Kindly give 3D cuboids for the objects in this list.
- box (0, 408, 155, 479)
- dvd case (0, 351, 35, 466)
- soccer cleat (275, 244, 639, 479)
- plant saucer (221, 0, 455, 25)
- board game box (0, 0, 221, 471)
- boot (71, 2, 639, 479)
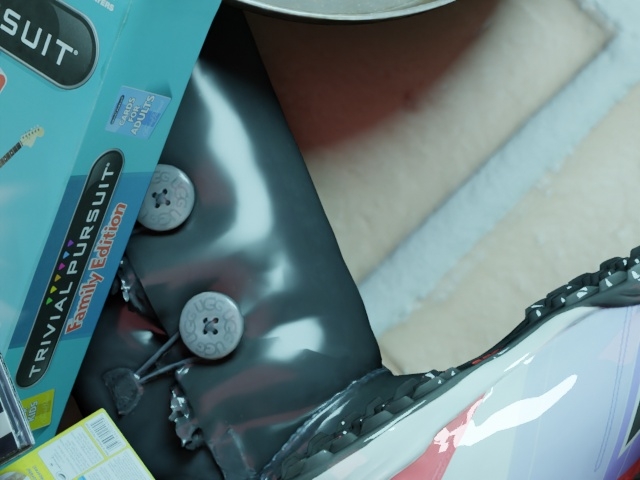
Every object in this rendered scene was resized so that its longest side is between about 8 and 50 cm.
[{"bbox_3d":[-0.166,0.181,1.057,0.179,0.043,0.105,-30,53,-15],"label":"box"},{"bbox_3d":[-0.259,0.048,1.110,0.164,0.018,0.221,-31,75,31],"label":"dvd case"},{"bbox_3d":[0.133,0.090,1.007,0.318,0.108,0.116,-30,91,-12],"label":"soccer cleat"},{"bbox_3d":[-0.010,-0.245,1.198,0.310,0.050,0.311,5,57,-8],"label":"plant saucer"},{"bbox_3d":[-0.225,-0.049,1.139,0.254,0.079,0.336,33,111,29],"label":"board game box"},{"bbox_3d":[-0.002,0.001,1.171,0.367,0.146,0.445,-26,72,2],"label":"boot"}]
